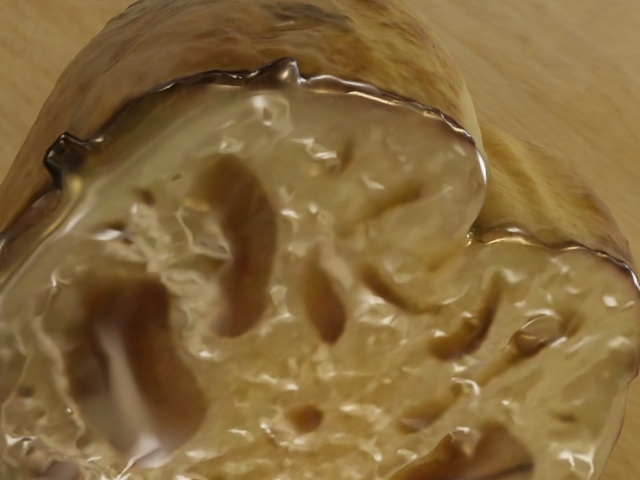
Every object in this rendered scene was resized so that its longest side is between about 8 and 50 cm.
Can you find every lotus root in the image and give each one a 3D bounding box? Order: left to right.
[{"bbox_3d":[0.000,0.000,0.802,0.316,0.250,0.316,0,127,0],"label":"lotus root"}]
